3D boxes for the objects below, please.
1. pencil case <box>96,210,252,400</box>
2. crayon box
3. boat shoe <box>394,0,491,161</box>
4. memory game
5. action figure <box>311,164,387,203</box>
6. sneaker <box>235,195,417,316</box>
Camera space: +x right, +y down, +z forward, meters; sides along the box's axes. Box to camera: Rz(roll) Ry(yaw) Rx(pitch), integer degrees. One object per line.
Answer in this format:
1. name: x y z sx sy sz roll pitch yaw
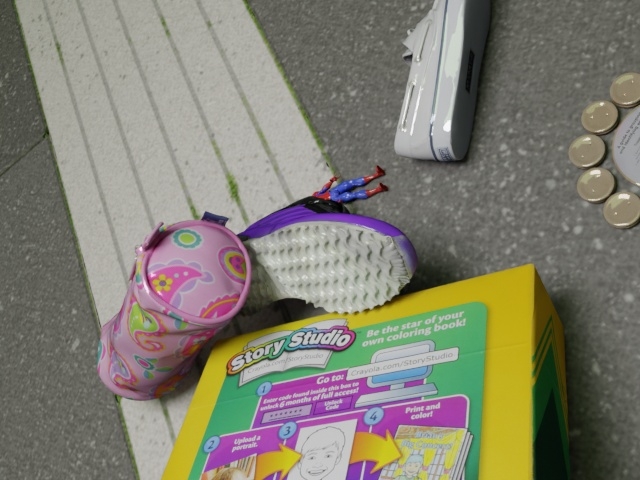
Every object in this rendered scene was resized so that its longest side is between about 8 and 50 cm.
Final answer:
1. pencil case: -0.167 0.081 0.868 0.284 0.124 0.124 129 139 -55
2. crayon box: 0.030 0.198 0.709 0.362 0.106 0.313 -16 34 27
3. boat shoe: 0.132 -0.214 0.894 0.084 0.095 0.258 4 72 29
4. memory game: 0.332 -0.091 0.768 0.186 0.012 0.186 -12 65 29
5. action figure: 0.021 -0.055 0.943 0.115 0.030 0.038 -22 66 26
6. sneaker: -0.001 -0.001 0.858 0.293 0.102 0.146 -7 27 46
